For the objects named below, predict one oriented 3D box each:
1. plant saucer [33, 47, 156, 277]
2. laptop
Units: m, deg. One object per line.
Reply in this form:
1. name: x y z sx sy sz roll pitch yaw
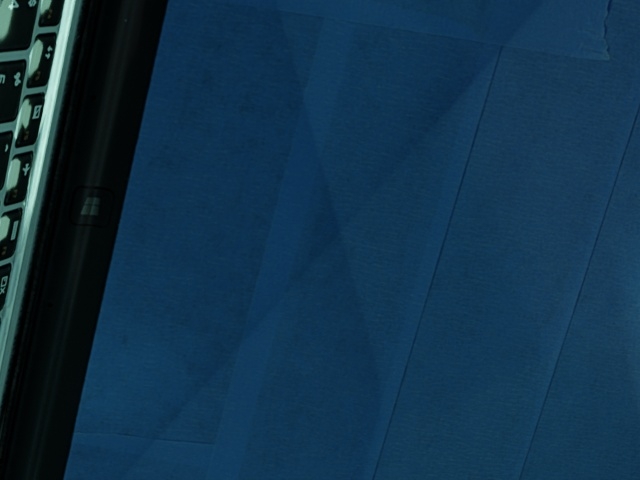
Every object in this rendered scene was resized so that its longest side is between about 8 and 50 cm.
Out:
1. plant saucer: 0.000 0.000 0.565 0.241 0.037 0.241 -11 120 -19
2. laptop: -0.024 0.028 0.398 0.408 0.236 0.382 -24 131 -64
